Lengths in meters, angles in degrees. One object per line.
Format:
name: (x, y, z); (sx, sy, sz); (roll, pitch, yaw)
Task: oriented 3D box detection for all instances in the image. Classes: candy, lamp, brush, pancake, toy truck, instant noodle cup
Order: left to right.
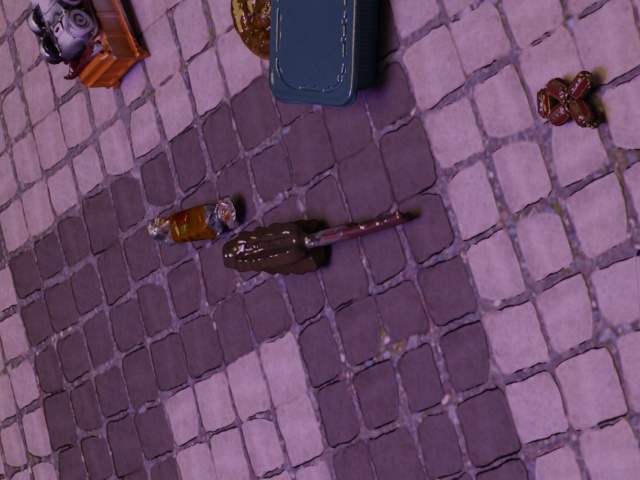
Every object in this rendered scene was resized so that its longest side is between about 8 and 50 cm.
toy truck: (-0.359, -0.360, 2.360); (0.114, 0.135, 0.270); (-36, 71, 43)
candy: (-0.172, -0.024, 2.234); (0.182, 0.046, 0.053); (-11, 82, 44)
pancake: (-0.063, -0.307, 2.092); (0.158, 0.028, 0.158); (5, 97, 47)
brush: (0.000, 0.000, 2.015); (0.301, 0.084, 0.071); (-13, 83, 44)
instant noodle cup: (0.010, -0.255, 1.978); (0.157, 0.070, 0.179); (11, 102, 47)
lamp: (0.264, -0.147, 1.724); (0.083, 0.031, 0.063); (-4, 89, 53)

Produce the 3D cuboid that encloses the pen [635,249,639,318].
pen: (0.346, 0.143, 1.651); (0.033, 0.033, 0.269); (-4, 91, 50)
